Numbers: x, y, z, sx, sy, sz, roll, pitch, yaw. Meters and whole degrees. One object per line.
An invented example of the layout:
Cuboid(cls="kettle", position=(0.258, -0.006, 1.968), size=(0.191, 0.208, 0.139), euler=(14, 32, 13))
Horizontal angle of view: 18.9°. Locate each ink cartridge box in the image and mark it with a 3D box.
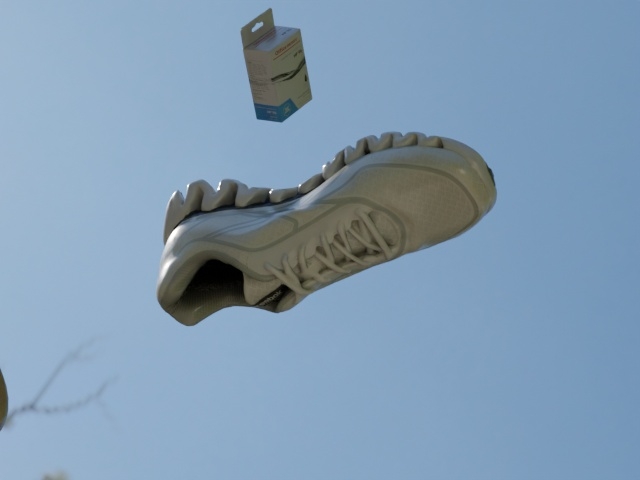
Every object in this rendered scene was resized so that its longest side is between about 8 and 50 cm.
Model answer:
Cuboid(cls="ink cartridge box", position=(-0.037, -0.146, 1.605), size=(0.028, 0.048, 0.083), euler=(10, -54, 33))

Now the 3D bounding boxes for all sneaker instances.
Cuboid(cls="sneaker", position=(0.000, 0.000, 1.497), size=(0.292, 0.118, 0.110), euler=(-15, -58, 26))

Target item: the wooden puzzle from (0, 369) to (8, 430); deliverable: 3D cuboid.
Cuboid(cls="wooden puzzle", position=(-0.228, 0.006, 0.649), size=(0.044, 0.221, 0.238), euler=(-1, -70, 44))
